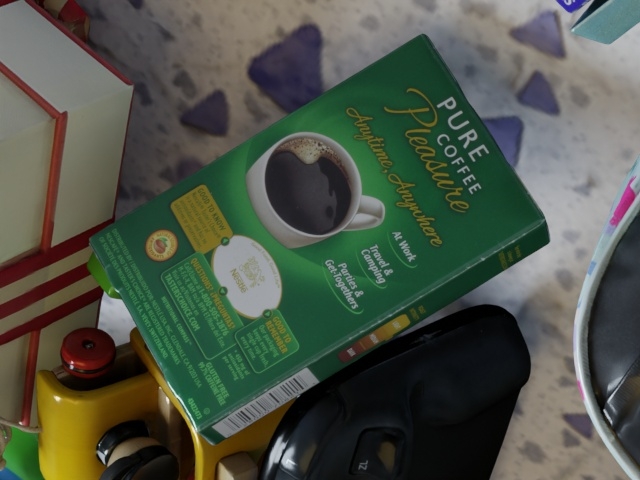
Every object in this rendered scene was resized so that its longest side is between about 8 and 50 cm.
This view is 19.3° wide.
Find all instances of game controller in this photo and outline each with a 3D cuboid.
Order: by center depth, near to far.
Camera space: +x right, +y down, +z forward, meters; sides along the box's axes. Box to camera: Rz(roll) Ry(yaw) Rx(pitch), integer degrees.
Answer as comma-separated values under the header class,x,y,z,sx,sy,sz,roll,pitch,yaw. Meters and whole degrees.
class,x,y,z,sx,sy,sz,roll,pitch,yaw
game controller,0.018,0.172,0.985,0.067,0.166,0.319,35,131,24

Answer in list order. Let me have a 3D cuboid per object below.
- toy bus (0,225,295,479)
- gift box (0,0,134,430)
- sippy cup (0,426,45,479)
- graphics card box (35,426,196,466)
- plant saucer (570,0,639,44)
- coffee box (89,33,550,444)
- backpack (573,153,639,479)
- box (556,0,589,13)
class,x,y,z,sx,sy,sz,roll,pitch,yaw
toy bus,-0.059,0.096,0.960,0.202,0.191,0.104,-50,48,8
gift box,-0.257,-0.041,0.949,0.276,0.258,0.255,44,139,23
sippy cup,-0.239,0.236,1.029,0.305,0.224,0.240,27,131,15
graphics card box,-0.093,0.271,1.182,0.233,0.094,0.371,-17,111,39
plant saucer,0.177,-0.139,0.717,0.018,0.067,0.192,48,126,-4
coffee box,0.000,0.000,0.860,0.113,0.184,0.040,58,-179,22
backpack,0.219,0.007,0.696,0.225,0.191,0.253,32,96,7
box,0.109,-0.183,0.739,0.126,0.072,0.137,44,133,-5
